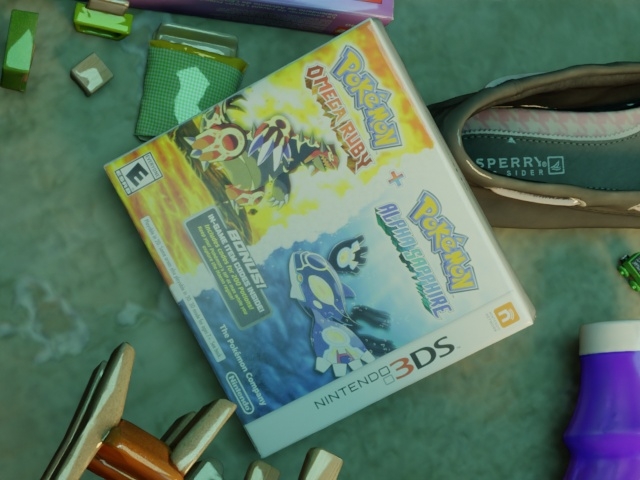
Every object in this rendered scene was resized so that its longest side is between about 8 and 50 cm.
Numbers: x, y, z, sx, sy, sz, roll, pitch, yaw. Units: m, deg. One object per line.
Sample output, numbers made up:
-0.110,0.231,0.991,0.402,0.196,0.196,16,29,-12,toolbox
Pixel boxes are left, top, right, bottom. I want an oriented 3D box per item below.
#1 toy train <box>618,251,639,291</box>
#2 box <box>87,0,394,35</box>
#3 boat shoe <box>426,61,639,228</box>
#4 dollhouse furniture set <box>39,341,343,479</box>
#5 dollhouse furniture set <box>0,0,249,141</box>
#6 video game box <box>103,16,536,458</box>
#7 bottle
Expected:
0.229,0.042,1.065,0.017,0.024,0.083,-40,92,-16,toy train
-0.093,-0.246,1.006,0.293,0.057,0.200,6,81,-14,box
0.217,-0.061,1.039,0.335,0.095,0.112,-5,83,-15,boat shoe
-0.039,0.189,0.851,0.262,0.259,0.135,31,73,-8,dollhouse furniture set
-0.116,-0.106,0.979,0.152,0.058,0.076,11,80,-13,dollhouse furniture set
0.000,0.000,0.957,0.187,0.048,0.205,-28,92,9,video game box
0.201,0.192,0.999,0.118,0.092,0.282,-1,82,-9,bottle
